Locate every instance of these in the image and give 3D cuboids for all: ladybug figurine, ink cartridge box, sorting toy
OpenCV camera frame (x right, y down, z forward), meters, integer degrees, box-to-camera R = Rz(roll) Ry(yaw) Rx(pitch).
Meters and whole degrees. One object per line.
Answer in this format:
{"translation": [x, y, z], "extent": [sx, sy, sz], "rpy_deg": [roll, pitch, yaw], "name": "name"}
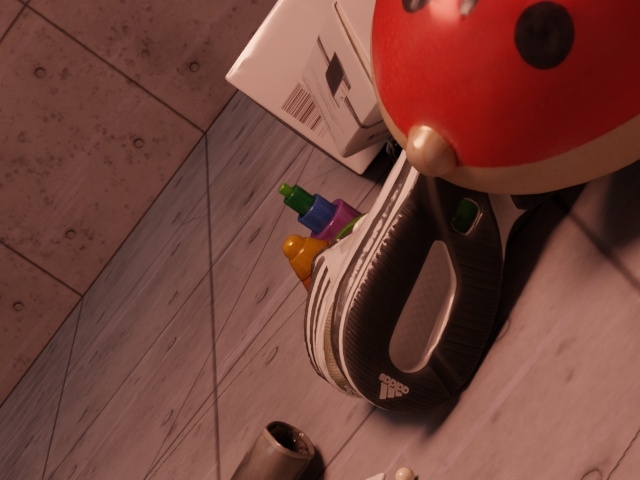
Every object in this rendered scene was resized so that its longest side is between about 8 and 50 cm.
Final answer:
{"translation": [0.205, -0.232, 1.070], "extent": [0.449, 0.305, 0.162], "rpy_deg": [-55, -27, -18], "name": "ladybug figurine"}
{"translation": [0.102, -0.199, 1.431], "extent": [0.197, 0.114, 0.273], "rpy_deg": [-26, -3, -10], "name": "ink cartridge box"}
{"translation": [0.000, 0.000, 1.563], "extent": [0.127, 0.126, 0.365], "rpy_deg": [-52, 15, 9], "name": "sorting toy"}

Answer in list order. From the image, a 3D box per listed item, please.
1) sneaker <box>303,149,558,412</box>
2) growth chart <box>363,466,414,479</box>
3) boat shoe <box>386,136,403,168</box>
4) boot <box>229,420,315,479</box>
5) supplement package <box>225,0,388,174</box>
{"translation": [0.103, -0.061, 1.278], "extent": [0.448, 0.169, 0.257], "rpy_deg": [-60, 17, -12], "name": "sneaker"}
{"translation": [-0.003, 0.274, 1.160], "extent": [0.237, 0.021, 0.172], "rpy_deg": [-34, 26, 54], "name": "growth chart"}
{"translation": [0.111, -0.108, 1.569], "extent": [0.075, 0.065, 0.206], "rpy_deg": [-58, 13, -3], "name": "boat shoe"}
{"translation": [-0.084, 0.277, 1.285], "extent": [0.208, 0.076, 0.190], "rpy_deg": [-50, 6, 10], "name": "boot"}
{"translation": [0.026, -0.214, 1.715], "extent": [0.198, 0.199, 0.263], "rpy_deg": [-54, 1, 3], "name": "supplement package"}
